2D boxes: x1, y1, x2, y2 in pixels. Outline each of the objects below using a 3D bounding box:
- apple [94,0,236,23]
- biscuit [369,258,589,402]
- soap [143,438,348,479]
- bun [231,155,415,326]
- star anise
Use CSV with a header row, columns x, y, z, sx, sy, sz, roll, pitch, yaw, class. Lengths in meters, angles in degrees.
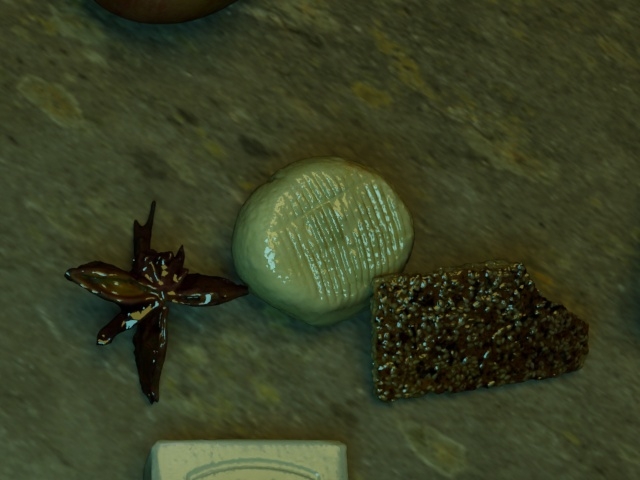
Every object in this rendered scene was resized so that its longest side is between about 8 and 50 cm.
x,y,z,sx,sy,sz,roll,pitch,yaw,class
-0.141,-0.343,1.565,0.242,0.241,0.242,7,66,-17,apple
0.161,0.084,1.552,0.237,0.026,0.131,-6,110,-18,biscuit
-0.067,0.243,1.435,0.183,0.064,0.121,2,69,-15,soap
0.000,0.000,1.540,0.188,0.111,0.164,-29,98,-25,bun
-0.170,0.042,1.495,0.140,0.144,0.158,-44,116,-9,star anise
